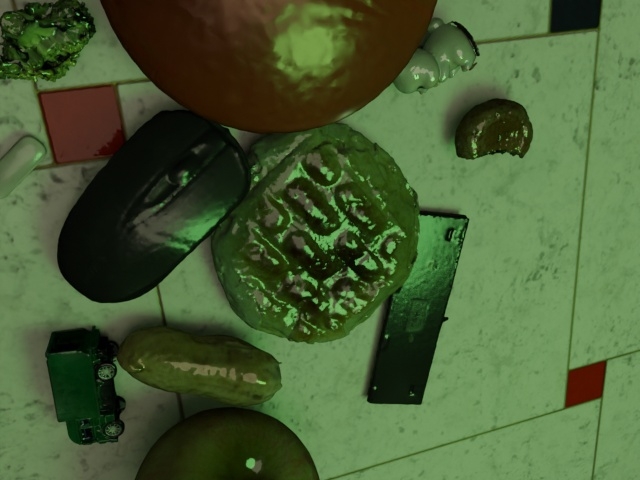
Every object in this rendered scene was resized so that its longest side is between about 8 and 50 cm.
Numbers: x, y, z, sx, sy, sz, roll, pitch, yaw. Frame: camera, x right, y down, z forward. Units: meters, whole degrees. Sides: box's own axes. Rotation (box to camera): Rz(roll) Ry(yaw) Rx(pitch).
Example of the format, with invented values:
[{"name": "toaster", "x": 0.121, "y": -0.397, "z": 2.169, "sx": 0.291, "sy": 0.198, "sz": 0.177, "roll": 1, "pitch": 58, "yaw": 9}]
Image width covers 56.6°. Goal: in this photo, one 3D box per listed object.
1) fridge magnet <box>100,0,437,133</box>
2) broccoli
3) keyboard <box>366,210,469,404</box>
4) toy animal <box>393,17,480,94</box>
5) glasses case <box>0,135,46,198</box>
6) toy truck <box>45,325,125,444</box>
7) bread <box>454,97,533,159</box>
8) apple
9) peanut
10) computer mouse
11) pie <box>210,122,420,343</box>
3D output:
[{"name": "fridge magnet", "x": -0.046, "y": -0.292, "z": 0.608, "sx": 0.364, "sy": 0.155, "sz": 0.363, "roll": -6, "pitch": 111, "yaw": -16}, {"name": "broccoli", "x": -0.284, "y": -0.204, "z": 0.601, "sx": 0.097, "sy": 0.092, "sz": 0.095, "roll": 10, "pitch": 93, "yaw": -3}, {"name": "keyboard", "x": 0.145, "y": 0.107, "z": 0.898, "sx": 0.106, "sy": 0.027, "sz": 0.316, "roll": 6, "pitch": 108, "yaw": -17}, {"name": "toy animal", "x": 0.128, "y": -0.221, "z": 0.743, "sx": 0.124, "sy": 0.071, "sz": 0.085, "roll": -33, "pitch": 117, "yaw": -4}, {"name": "glasses case", "x": -0.343, "y": -0.081, "z": 0.663, "sx": 0.083, "sy": 0.021, "sz": 0.032, "roll": -46, "pitch": 119, "yaw": 2}, {"name": "toy truck", "x": -0.294, "y": 0.189, "z": 0.758, "sx": 0.079, "sy": 0.065, "sz": 0.147, "roll": -7, "pitch": 112, "yaw": -14}, {"name": "bread", "x": 0.235, "y": -0.153, "z": 0.811, "sx": 0.113, "sy": 0.060, "sz": 0.082, "roll": -2, "pitch": 111, "yaw": -20}, {"name": "apple", "x": -0.127, "y": 0.362, "z": 0.790, "sx": 0.257, "sy": 0.256, "sz": 0.233, "roll": 7, "pitch": 138, "yaw": -21}, {"name": "peanut", "x": -0.155, "y": 0.165, "z": 0.776, "sx": 0.214, "sy": 0.099, "sz": 0.099, "roll": 10, "pitch": 106, "yaw": -17}, {"name": "computer mouse", "x": -0.199, "y": -0.029, "z": 0.675, "sx": 0.137, "sy": 0.086, "sz": 0.269, "roll": 43, "pitch": 97, "yaw": -11}, {"name": "pie", "x": 0.000, "y": 0.000, "z": 0.776, "sx": 0.307, "sy": 0.071, "sz": 0.306, "roll": -5, "pitch": 112, "yaw": -12}]
